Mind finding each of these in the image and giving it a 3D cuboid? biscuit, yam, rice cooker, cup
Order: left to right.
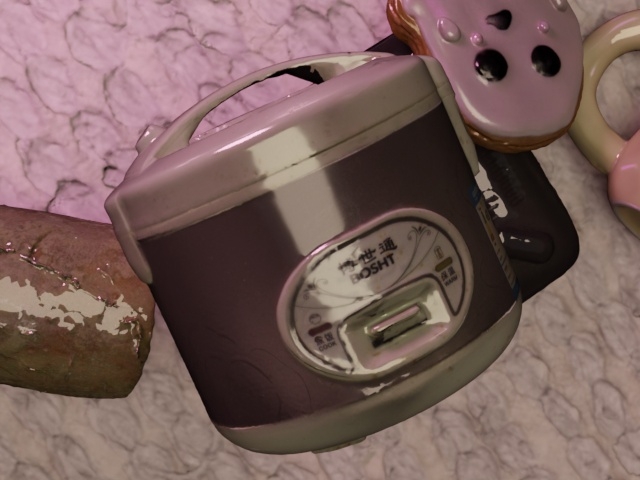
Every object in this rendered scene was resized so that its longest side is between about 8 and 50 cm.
[{"bbox_3d":[-0.298,0.045,0.942,0.304,0.168,0.168,9,95,-10],"label":"yam"},{"bbox_3d":[-0.001,-0.002,0.852,0.288,0.288,0.277,-23,98,-5],"label":"rice cooker"},{"bbox_3d":[0.165,-0.183,0.993,0.181,0.049,0.208,-22,82,-25],"label":"biscuit"},{"bbox_3d":[0.358,-0.101,1.020,0.255,0.173,0.202,40,88,-12],"label":"cup"}]

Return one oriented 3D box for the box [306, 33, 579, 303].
[{"bbox_3d":[0.072,-0.028,1.034,0.289,0.073,0.290,-32,98,-4],"label":"box"}]
